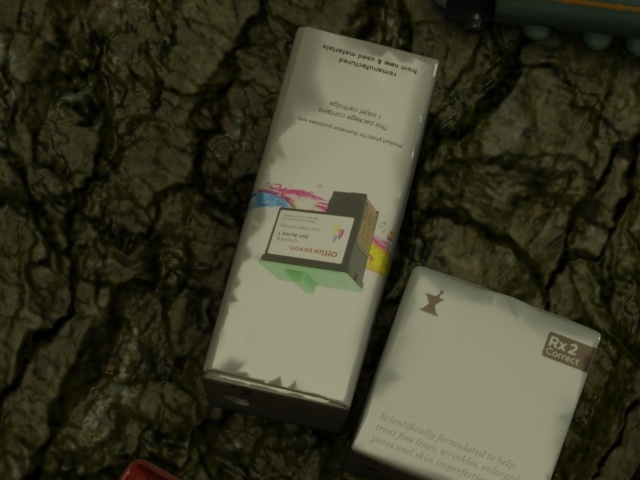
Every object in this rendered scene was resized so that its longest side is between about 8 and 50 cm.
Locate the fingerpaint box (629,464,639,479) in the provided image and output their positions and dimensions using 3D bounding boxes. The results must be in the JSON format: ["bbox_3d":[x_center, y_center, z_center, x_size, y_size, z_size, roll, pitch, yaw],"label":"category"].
[{"bbox_3d":[0.433,0.307,1.523,0.445,0.163,0.371,34,80,5],"label":"fingerpaint box"}]

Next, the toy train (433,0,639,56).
[{"bbox_3d":[0.251,-0.250,1.652,0.334,0.142,0.190,8,88,0],"label":"toy train"}]

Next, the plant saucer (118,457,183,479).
[{"bbox_3d":[-0.124,0.320,1.504,0.258,0.048,0.259,20,75,48],"label":"plant saucer"}]

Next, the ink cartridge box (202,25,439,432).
[{"bbox_3d":[0.000,0.000,1.556,0.117,0.201,0.278,15,79,2],"label":"ink cartridge box"}]

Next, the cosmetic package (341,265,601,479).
[{"bbox_3d":[0.112,0.127,1.542,0.151,0.184,0.151,20,79,3],"label":"cosmetic package"}]
